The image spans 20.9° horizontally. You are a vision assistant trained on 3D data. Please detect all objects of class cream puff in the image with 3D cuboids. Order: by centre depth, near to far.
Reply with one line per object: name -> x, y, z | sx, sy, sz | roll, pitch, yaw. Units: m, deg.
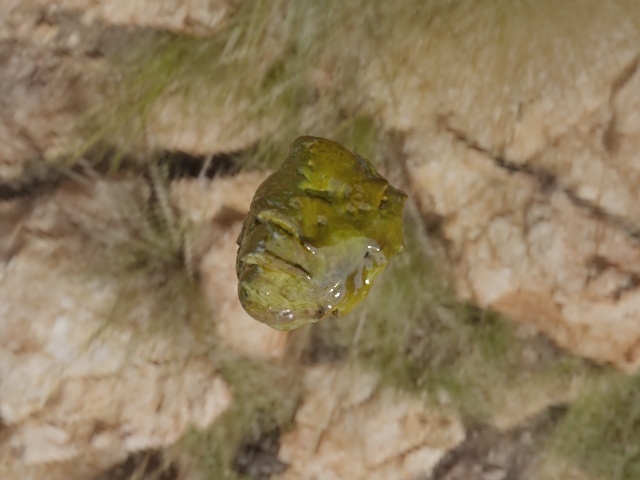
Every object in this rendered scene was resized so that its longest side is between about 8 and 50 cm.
cream puff -> 0.000, 0.000, 0.750 | 0.058, 0.083, 0.083 | 27, 124, 36
